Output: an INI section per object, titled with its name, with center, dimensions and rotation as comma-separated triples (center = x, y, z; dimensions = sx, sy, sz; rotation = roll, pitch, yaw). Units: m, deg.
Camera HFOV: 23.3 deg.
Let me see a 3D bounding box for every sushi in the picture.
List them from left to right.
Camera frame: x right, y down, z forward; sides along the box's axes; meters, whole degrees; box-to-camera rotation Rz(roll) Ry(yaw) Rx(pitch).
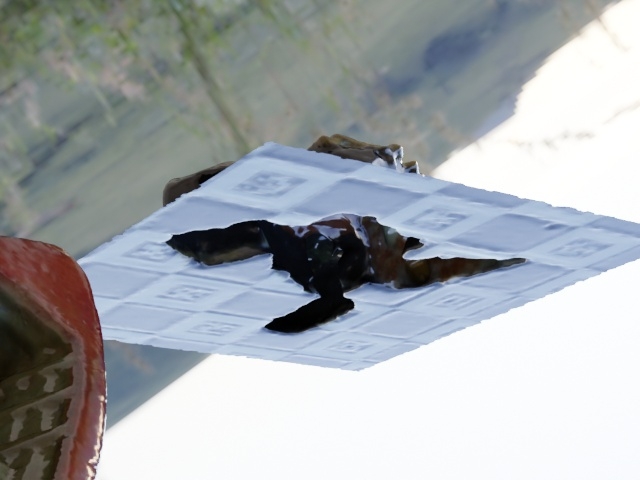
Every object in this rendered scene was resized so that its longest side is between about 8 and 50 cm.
[sushi]
center = 0.000, 0.000, 1.049
dimensions = 0.343, 0.064, 0.359
rotation = 10, 155, -36

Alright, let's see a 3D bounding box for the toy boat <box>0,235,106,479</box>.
[toy boat]
center = -0.133, 0.060, 0.443
dimensions = 0.079, 0.136, 0.392
rotation = -51, -177, 7
